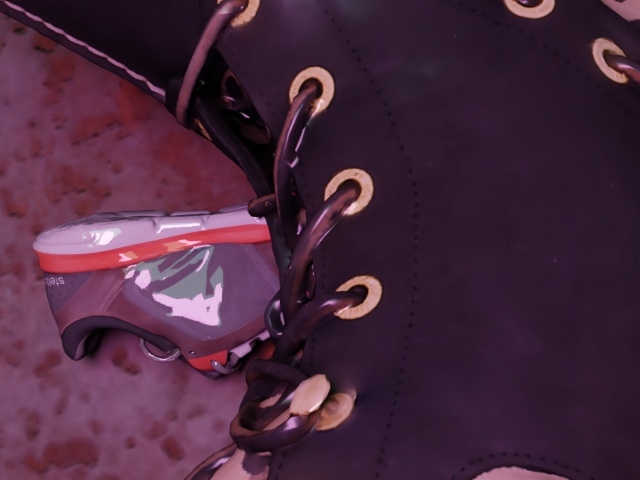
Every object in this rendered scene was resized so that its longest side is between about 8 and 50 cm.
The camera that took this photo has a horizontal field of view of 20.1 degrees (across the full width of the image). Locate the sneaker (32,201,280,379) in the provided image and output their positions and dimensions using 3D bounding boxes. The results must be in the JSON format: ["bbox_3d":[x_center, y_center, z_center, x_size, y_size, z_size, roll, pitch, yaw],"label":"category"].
[{"bbox_3d":[-0.028,0.019,0.683,0.157,0.061,0.065,-3,96,12],"label":"sneaker"}]

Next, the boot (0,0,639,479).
[{"bbox_3d":[0.000,0.000,0.557,0.377,0.138,0.284,23,54,-3],"label":"boot"}]
